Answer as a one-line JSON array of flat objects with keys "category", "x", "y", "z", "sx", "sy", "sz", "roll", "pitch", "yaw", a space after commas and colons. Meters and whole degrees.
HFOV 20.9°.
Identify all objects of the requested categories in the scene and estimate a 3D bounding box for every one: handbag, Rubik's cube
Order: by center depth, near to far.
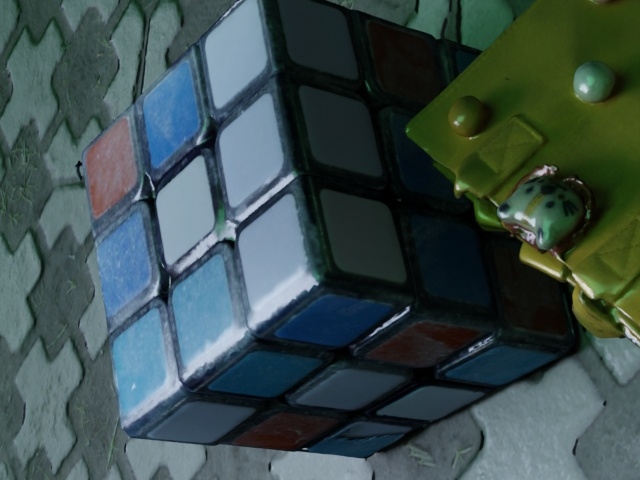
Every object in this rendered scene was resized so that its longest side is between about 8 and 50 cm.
[{"category": "handbag", "x": 0.279, "y": -0.071, "z": 1.490, "sx": 0.283, "sy": 0.133, "sz": 0.401, "roll": -41, "pitch": 46, "yaw": -3}, {"category": "Rubik's cube", "x": 0.000, "y": 0.000, "z": 1.764, "sx": 0.363, "sy": 0.358, "sz": 0.362, "roll": -36, "pitch": 52, "yaw": 44}]
